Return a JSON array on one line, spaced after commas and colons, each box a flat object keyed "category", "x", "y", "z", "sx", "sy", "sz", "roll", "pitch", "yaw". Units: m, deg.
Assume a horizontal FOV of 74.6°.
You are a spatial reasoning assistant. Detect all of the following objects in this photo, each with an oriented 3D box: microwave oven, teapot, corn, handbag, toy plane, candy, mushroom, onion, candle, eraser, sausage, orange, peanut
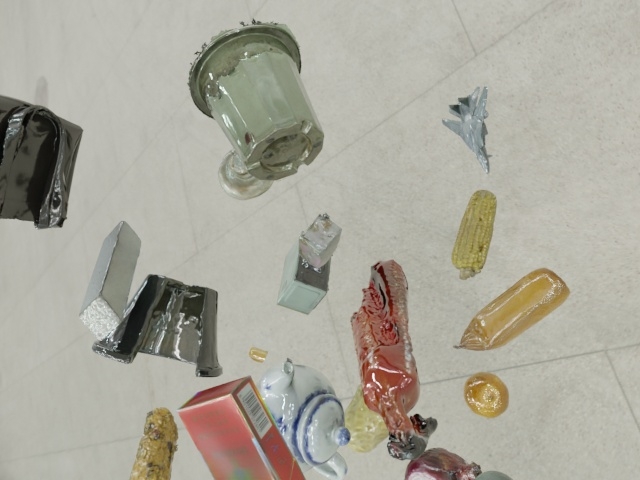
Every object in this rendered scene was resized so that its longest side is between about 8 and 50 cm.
[{"category": "microwave oven", "x": -0.073, "y": 0.180, "z": 2.290, "sx": 0.286, "sy": 0.218, "sz": 0.355, "roll": -54, "pitch": 21, "yaw": 42}, {"category": "teapot", "x": -0.042, "y": 0.440, "z": 1.022, "sx": 0.279, "sy": 0.252, "sz": 0.425, "roll": 1, "pitch": 123, "yaw": 40}, {"category": "corn", "x": 0.521, "y": -0.020, "z": 1.416, "sx": 0.119, "sy": 0.119, "sz": 0.322, "roll": 7, "pitch": 68, "yaw": 43}, {"category": "handbag", "x": -0.611, "y": -0.147, "z": 0.838, "sx": 0.113, "sy": 0.285, "sz": 0.258, "roll": 7, "pitch": 91, "yaw": 10}, {"category": "toy plane", "x": 0.511, "y": -0.344, "z": 1.365, "sx": 0.212, "sy": 0.088, "sz": 0.268, "roll": -33, "pitch": 78, "yaw": 62}, {"category": "candy", "x": 0.000, "y": 0.000, "z": 1.864, "sx": 0.137, "sy": 0.185, "sz": 0.195, "roll": 34, "pitch": 153, "yaw": 14}, {"category": "mushroom", "x": -0.312, "y": -0.294, "z": 1.726, "sx": 0.243, "sy": 0.243, "sz": 0.244, "roll": -1, "pitch": 88, "yaw": 43}, {"category": "onion", "x": 0.298, "y": 0.536, "z": 0.939, "sx": 0.173, "sy": 0.135, "sz": 0.198, "roll": 50, "pitch": 121, "yaw": 14}, {"category": "candle", "x": 0.065, "y": 0.092, "z": 0.401, "sx": 0.059, "sy": 0.302, "sz": 0.084, "roll": 26, "pitch": 104, "yaw": -4}, {"category": "eraser", "x": -0.570, "y": 0.097, "z": 1.155, "sx": 0.111, "sy": 0.077, "sz": 0.353, "roll": -40, "pitch": 38, "yaw": 22}, {"category": "sausage", "x": 0.498, "y": 0.202, "z": 1.118, "sx": 0.328, "sy": 0.112, "sz": 0.112, "roll": -41, "pitch": 61, "yaw": 11}, {"category": "orange", "x": 0.579, "y": 0.541, "z": 1.475, "sx": 0.154, "sy": 0.134, "sz": 0.155, "roll": 0, "pitch": 75, "yaw": 2}, {"category": "peanut", "x": 0.167, "y": 0.469, "z": 1.215, "sx": 0.146, "sy": 0.147, "sz": 0.306, "roll": 22, "pitch": 82, "yaw": 41}]

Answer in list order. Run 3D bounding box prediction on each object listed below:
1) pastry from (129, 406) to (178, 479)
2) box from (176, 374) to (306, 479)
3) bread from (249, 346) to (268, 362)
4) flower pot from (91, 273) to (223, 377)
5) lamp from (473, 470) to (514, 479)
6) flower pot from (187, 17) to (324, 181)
[{"category": "pastry", "x": -0.251, "y": 0.330, "z": 0.637, "sx": 0.140, "sy": 0.056, "sz": 0.080, "roll": -112, "pitch": 11, "yaw": -64}, {"category": "box", "x": -0.101, "y": 0.275, "z": 0.553, "sx": 0.112, "sy": 0.048, "sz": 0.175, "roll": -25, "pitch": 93, "yaw": 29}, {"category": "bread", "x": -0.247, "y": 0.477, "z": 1.727, "sx": 0.103, "sy": 0.049, "sz": 0.062, "roll": 7, "pitch": 138, "yaw": 36}, {"category": "flower pot", "x": -0.455, "y": 0.250, "z": 1.277, "sx": 0.379, "sy": 0.379, "sz": 0.252, "roll": -1, "pitch": 72, "yaw": 43}, {"category": "lamp", "x": 0.336, "y": 0.496, "z": 0.794, "sx": 0.105, "sy": 0.105, "sz": 0.105, "roll": -1, "pitch": 88, "yaw": 43}, {"category": "flower pot", "x": -0.126, "y": -0.293, "z": 0.945, "sx": 0.290, "sy": 0.290, "sz": 0.259, "roll": -41, "pitch": 64, "yaw": 34}]
